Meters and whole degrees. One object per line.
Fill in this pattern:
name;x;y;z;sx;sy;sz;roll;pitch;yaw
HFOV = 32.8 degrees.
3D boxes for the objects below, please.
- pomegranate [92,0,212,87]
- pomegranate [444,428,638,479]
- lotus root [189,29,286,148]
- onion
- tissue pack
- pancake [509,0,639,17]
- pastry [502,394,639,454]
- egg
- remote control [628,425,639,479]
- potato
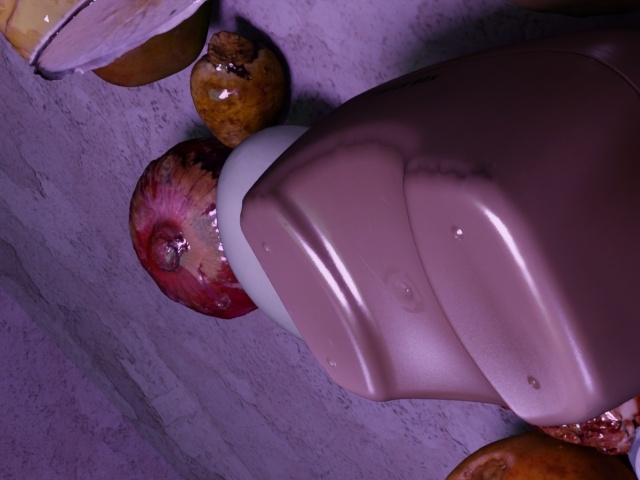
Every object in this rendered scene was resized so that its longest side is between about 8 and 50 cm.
pomegranate;-0.212;-0.268;1.244;0.180;0.180;0.209;58;-175;-17
pomegranate;0.256;0.350;1.235;0.264;0.264;0.264;36;150;24
lotus root;-0.090;-0.157;1.268;0.190;0.108;0.094;79;-176;-58
onion;-0.146;-0.014;1.429;0.246;0.190;0.246;22;125;35
tissue pack;0.143;-0.018;0.881;0.387;0.277;0.267;-5;114;59
pancake;0.148;-0.238;0.773;0.242;0.050;0.242;26;161;9
pastry;0.261;0.158;1.156;0.208;0.097;0.115;25;155;37
egg;0.000;0.000;1.212;0.282;0.203;0.203;52;154;-18
remote control;0.386;0.265;1.101;0.247;0.104;0.052;63;180;-25
potato;-0.193;-0.309;1.022;0.196;0.300;0.246;54;-175;3
